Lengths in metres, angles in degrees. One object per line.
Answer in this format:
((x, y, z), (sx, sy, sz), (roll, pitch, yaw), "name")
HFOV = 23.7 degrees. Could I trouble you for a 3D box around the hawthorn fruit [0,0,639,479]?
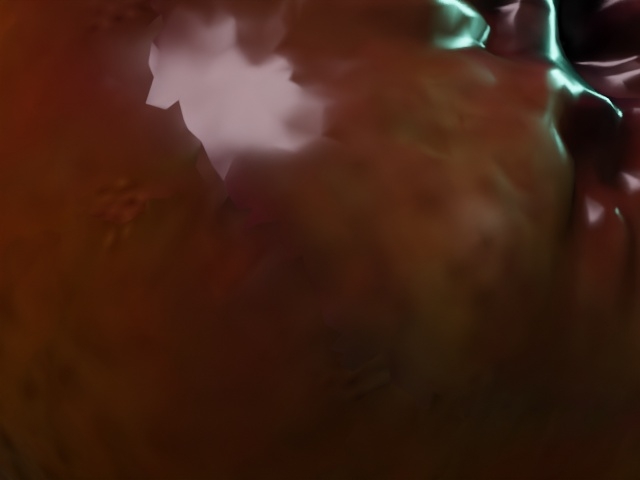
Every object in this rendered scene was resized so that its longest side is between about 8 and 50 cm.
((0.000, 0.000, 0.767), (0.471, 0.472, 0.472), (-17, 15, 5), "hawthorn fruit")
